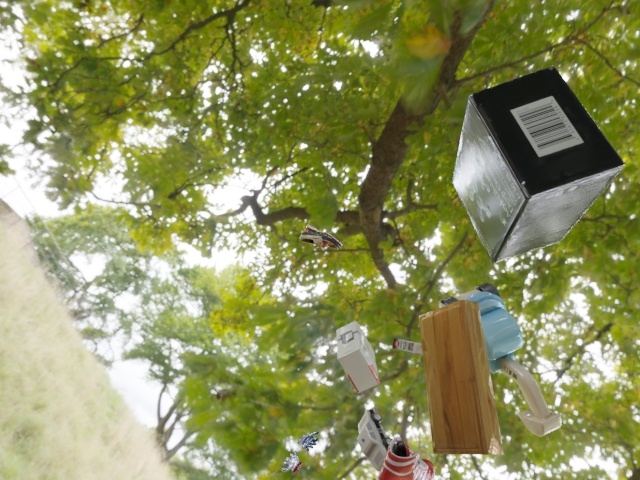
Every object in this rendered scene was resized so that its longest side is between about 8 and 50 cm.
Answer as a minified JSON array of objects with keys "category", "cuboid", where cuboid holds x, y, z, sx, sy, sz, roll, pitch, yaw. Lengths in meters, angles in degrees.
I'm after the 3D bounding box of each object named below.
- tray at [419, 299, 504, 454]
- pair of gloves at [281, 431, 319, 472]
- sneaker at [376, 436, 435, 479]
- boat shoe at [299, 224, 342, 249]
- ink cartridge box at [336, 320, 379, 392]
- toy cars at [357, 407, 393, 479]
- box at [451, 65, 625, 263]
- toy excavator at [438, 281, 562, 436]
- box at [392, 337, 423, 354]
[{"category":"tray","cuboid":[0.398,0.402,1.282,0.076,0.411,0.203,11,-28,-25]},{"category":"pair of gloves","cuboid":[-0.078,0.856,1.762,0.023,0.198,0.159,48,-26,-5]},{"category":"sneaker","cuboid":[0.131,0.314,0.620,0.118,0.067,0.042,10,8,-42]},{"category":"boat shoe","cuboid":[0.000,0.000,1.104,0.137,0.043,0.049,23,-19,44]},{"category":"ink cartridge box","cuboid":[0.146,0.458,1.742,0.100,0.237,0.172,-27,-76,9]},{"category":"toy cars","cuboid":[0.157,0.728,1.345,0.087,0.393,0.176,10,-23,-25]},{"category":"box","cuboid":[0.504,-0.165,1.099,0.212,0.293,0.395,-19,-26,3]},{"category":"toy excavator","cuboid":[0.662,0.424,1.599,0.445,0.222,0.433,-139,-147,-69]},{"category":"box","cuboid":[0.323,0.375,1.525,0.114,0.036,0.207,9,-12,19]}]
